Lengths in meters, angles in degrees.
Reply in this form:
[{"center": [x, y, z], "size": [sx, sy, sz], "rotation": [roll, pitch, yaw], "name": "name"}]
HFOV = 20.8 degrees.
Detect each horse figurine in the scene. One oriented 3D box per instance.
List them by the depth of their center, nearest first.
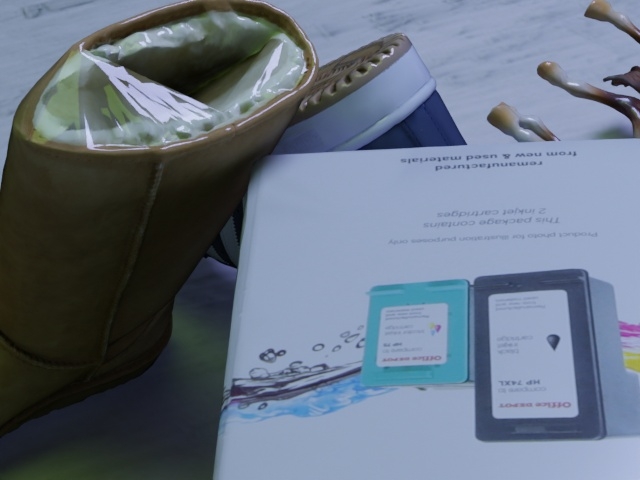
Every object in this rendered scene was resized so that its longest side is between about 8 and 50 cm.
[{"center": [0.183, -0.039, 0.952], "size": [0.174, 0.066, 0.263], "rotation": [40, 34, 3], "name": "horse figurine"}]

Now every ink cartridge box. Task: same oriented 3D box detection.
[{"center": [0.069, 0.117, 0.667], "size": [0.197, 0.198, 0.270], "rotation": [-2, 36, 5], "name": "ink cartridge box"}]

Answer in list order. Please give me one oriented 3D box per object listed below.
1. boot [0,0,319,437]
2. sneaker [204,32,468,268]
[{"center": [-0.140, 0.011, 0.786], "size": [0.236, 0.269, 0.089], "rotation": [-28, 75, -29], "name": "boot"}, {"center": [0.000, 0.000, 0.899], "size": [0.099, 0.153, 0.282], "rotation": [-41, 11, -26], "name": "sneaker"}]
